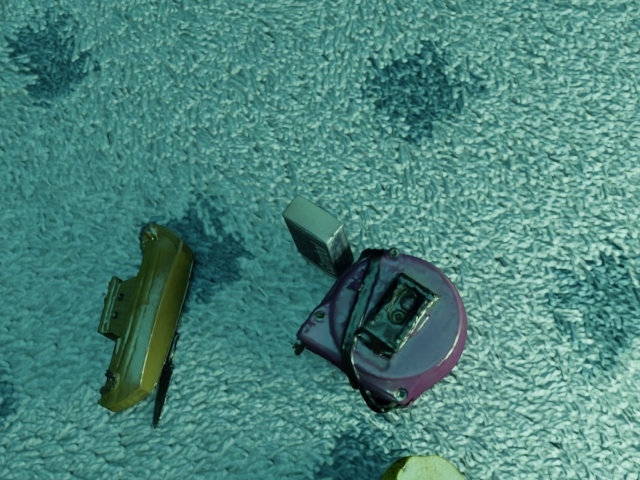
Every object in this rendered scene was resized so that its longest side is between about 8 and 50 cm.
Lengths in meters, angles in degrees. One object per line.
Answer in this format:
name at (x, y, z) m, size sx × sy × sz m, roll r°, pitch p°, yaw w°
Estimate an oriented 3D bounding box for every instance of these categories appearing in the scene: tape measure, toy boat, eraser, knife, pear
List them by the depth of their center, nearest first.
pear at (0.151, 0.400, 1.713) m, size 0.141 × 0.104 × 0.141 m, roll 14°, pitch 51°, yaw -18°
tape measure at (0.110, 0.141, 1.780) m, size 0.231 × 0.149 × 0.245 m, roll 31°, pitch 80°, yaw 18°
eraser at (0.000, 0.000, 1.811) m, size 0.092 × 0.212 × 0.046 m, roll 34°, pitch 79°, yaw 17°
knife at (-0.260, 0.232, 1.884) m, size 0.023 × 0.010 × 0.170 m, roll 6°, pitch 74°, yaw 17°
toy boat at (-0.309, 0.129, 1.885) m, size 0.121 × 0.089 × 0.321 m, roll 9°, pitch 74°, yaw 20°
